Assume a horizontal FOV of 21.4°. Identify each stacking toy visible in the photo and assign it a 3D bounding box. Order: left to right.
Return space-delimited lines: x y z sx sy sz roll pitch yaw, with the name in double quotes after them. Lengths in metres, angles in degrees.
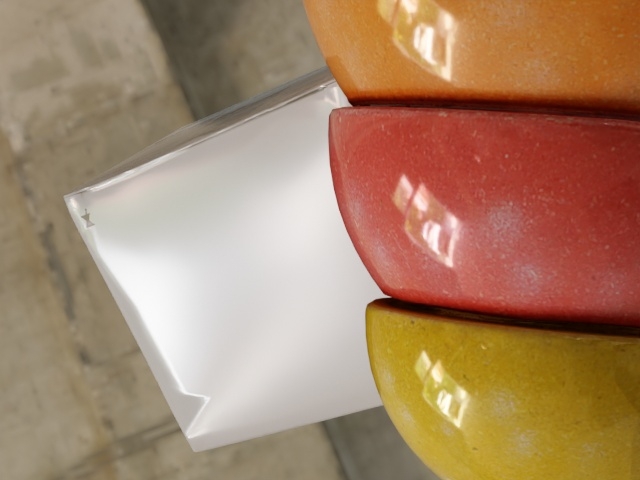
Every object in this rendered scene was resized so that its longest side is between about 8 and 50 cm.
0.124 0.021 0.887 0.351 0.479 0.350 7 3 0 "stacking toy"

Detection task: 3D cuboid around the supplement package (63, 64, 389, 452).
0.000 0.000 1.120 0.262 0.204 0.145 -19 11 40 "supplement package"
